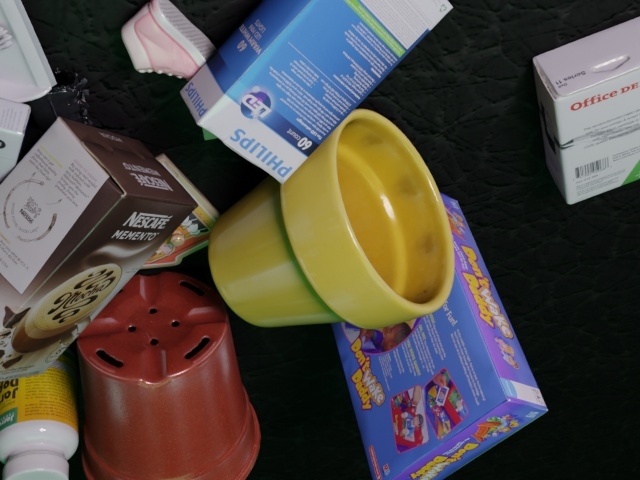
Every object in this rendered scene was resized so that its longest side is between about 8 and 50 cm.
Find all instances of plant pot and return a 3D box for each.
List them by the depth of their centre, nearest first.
[{"bbox_3d":[0.000,0.000,1.007,0.239,0.254,0.254,-22,142,32],"label":"plant pot"},{"bbox_3d":[-0.225,0.206,1.164,0.272,0.272,0.265,-7,132,-10],"label":"plant pot"}]

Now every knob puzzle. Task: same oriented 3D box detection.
[{"bbox_3d":[-0.238,-0.013,1.066,0.213,0.030,0.213,-9,140,-7],"label":"knob puzzle"}]

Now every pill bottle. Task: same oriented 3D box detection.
[{"bbox_3d":[-0.413,0.259,1.188,0.117,0.208,0.118,-9,140,-7],"label":"pill bottle"}]

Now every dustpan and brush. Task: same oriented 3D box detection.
[{"bbox_3d":[-0.385,-0.186,0.791,0.211,0.060,0.147,3,141,10],"label":"dustpan and brush"}]

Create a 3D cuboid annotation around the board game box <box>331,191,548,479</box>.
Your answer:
[{"bbox_3d":[0.133,0.130,1.101,0.078,0.347,0.233,21,129,-36],"label":"board game box"}]

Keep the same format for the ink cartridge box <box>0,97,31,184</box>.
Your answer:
[{"bbox_3d":[-0.435,-0.090,0.852,0.224,0.045,0.223,15,143,-19],"label":"ink cartridge box"}]

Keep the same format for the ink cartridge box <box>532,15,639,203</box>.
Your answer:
[{"bbox_3d":[0.362,-0.161,1.036,0.153,0.087,0.208,-20,141,6],"label":"ink cartridge box"}]

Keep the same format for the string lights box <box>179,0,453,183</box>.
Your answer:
[{"bbox_3d":[-0.006,-0.196,0.842,0.259,0.077,0.133,-44,134,12],"label":"string lights box"}]

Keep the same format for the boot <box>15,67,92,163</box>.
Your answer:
[{"bbox_3d":[-0.308,-0.132,0.894,0.121,0.045,0.099,-12,141,-11],"label":"boot"}]

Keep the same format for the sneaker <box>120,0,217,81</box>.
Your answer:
[{"bbox_3d":[-0.155,-0.194,0.867,0.070,0.051,0.134,-27,138,20],"label":"sneaker"}]

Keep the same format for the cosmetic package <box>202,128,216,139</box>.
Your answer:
[{"bbox_3d":[-0.083,-0.157,0.936,0.115,0.041,0.060,-11,140,-4],"label":"cosmetic package"}]

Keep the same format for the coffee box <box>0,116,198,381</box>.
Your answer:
[{"bbox_3d":[-0.301,0.019,0.910,0.297,0.119,0.168,-46,166,12],"label":"coffee box"}]
